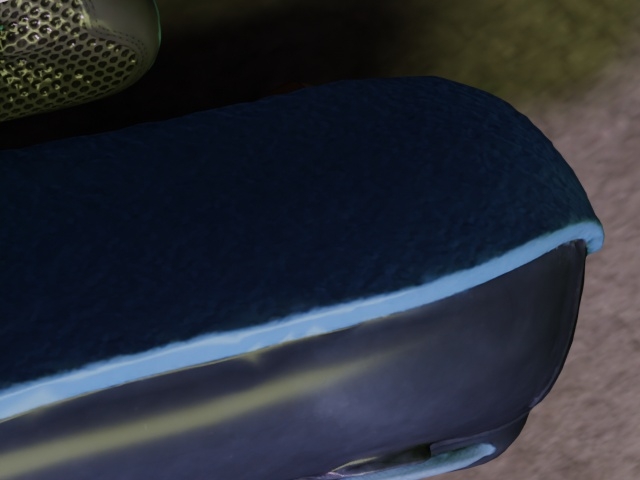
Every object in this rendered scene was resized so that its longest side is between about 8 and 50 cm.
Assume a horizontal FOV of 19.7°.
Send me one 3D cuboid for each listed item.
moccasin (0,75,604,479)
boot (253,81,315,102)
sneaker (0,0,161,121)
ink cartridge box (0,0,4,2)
[{"bbox_3d":[-0.094,0.054,0.455,0.342,0.137,0.116,-7,132,-6],"label":"moccasin"},{"bbox_3d":[0.000,0.000,0.565,0.087,0.042,0.118,-1,138,-40],"label":"boot"},{"bbox_3d":[-0.112,-0.033,0.421,0.167,0.076,0.065,-5,141,-24],"label":"sneaker"},{"bbox_3d":[-0.053,-0.100,0.271,0.232,0.066,0.189,-55,165,-28],"label":"ink cartridge box"}]
